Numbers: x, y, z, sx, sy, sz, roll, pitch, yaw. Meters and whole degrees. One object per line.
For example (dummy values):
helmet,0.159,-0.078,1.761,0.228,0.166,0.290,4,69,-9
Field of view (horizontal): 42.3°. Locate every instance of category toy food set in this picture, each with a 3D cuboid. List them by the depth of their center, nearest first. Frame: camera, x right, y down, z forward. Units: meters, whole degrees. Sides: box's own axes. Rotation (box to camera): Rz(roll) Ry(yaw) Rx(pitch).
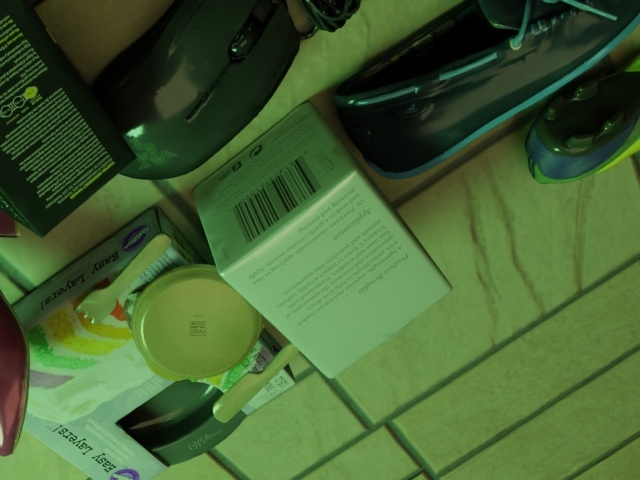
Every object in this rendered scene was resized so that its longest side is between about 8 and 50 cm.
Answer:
toy food set,-0.122,0.078,0.795,0.132,0.038,0.192,-43,114,8

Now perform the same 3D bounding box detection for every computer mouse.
computer mouse,-0.100,-0.152,0.707,0.188,0.072,0.272,31,107,-35

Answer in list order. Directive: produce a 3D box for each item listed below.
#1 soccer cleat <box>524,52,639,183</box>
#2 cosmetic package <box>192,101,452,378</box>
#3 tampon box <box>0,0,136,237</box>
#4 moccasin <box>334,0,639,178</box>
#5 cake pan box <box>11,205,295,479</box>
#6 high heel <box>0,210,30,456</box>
soccer cleat,0.347,-0.143,0.891,0.289,0.093,0.121,-23,158,-11
cosmetic package,0.000,0.000,0.796,0.151,0.151,0.183,-37,127,6
tampon box,-0.244,-0.104,0.636,0.101,0.120,0.161,-45,131,-19
moccasin,0.165,-0.189,0.745,0.342,0.137,0.117,-40,122,7
cake pan box,-0.190,0.130,0.866,0.246,0.070,0.267,-32,127,4
high heel,-0.314,0.066,0.706,0.117,0.082,0.244,-3,90,-27
